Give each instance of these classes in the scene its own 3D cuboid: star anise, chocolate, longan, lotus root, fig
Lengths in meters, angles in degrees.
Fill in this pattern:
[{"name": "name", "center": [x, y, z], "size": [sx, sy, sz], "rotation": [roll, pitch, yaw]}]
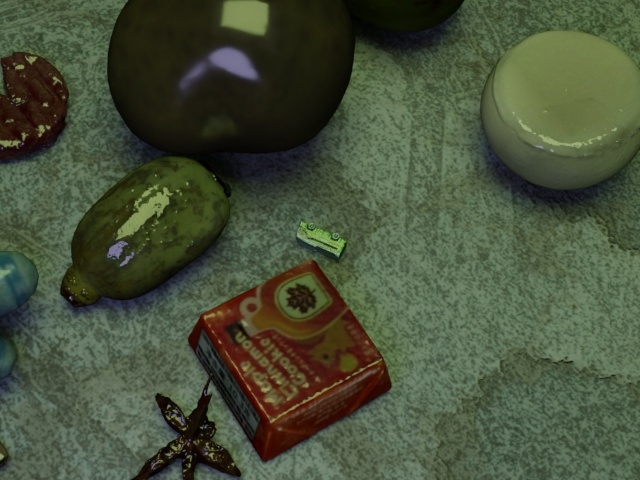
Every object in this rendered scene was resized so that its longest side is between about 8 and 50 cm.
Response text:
[{"name": "star anise", "center": [-0.186, 0.274, 1.702], "size": [0.158, 0.144, 0.140], "rotation": [5, 67, -4]}, {"name": "chocolate", "center": [-0.045, 0.169, 1.796], "size": [0.235, 0.108, 0.237], "rotation": [-26, 66, -18]}, {"name": "longan", "center": [-0.141, -0.300, 1.931], "size": [0.405, 0.336, 0.404], "rotation": [-3, 51, 4]}, {"name": "lotus root", "center": [-0.273, -0.007, 1.860], "size": [0.173, 0.173, 0.309], "rotation": [41, 72, 18]}, {"name": "fig", "center": [0.123, -0.514, 2.123], "size": [0.316, 0.316, 0.316], "rotation": [2, 59, -4]}]

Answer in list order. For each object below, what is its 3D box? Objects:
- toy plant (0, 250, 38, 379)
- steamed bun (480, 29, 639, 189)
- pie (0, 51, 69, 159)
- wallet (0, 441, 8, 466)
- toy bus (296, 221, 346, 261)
[{"name": "toy plant", "center": [-0.562, 0.109, 1.719], "size": [0.332, 0.247, 0.247], "rotation": [-23, 64, -20]}, {"name": "steamed bun", "center": [0.407, -0.205, 2.019], "size": [0.283, 0.177, 0.282], "rotation": [0, 59, 0]}, {"name": "pie", "center": [-0.532, -0.224, 2.017], "size": [0.219, 0.054, 0.204], "rotation": [-16, 62, -17]}, {"name": "wallet", "center": [-0.531, 0.288, 1.717], "size": [0.118, 0.038, 0.152], "rotation": [-29, 63, -24]}, {"name": "toy bus", "center": [0.000, 0.000, 1.945], "size": [0.083, 0.031, 0.037], "rotation": [23, 69, 9]}]
